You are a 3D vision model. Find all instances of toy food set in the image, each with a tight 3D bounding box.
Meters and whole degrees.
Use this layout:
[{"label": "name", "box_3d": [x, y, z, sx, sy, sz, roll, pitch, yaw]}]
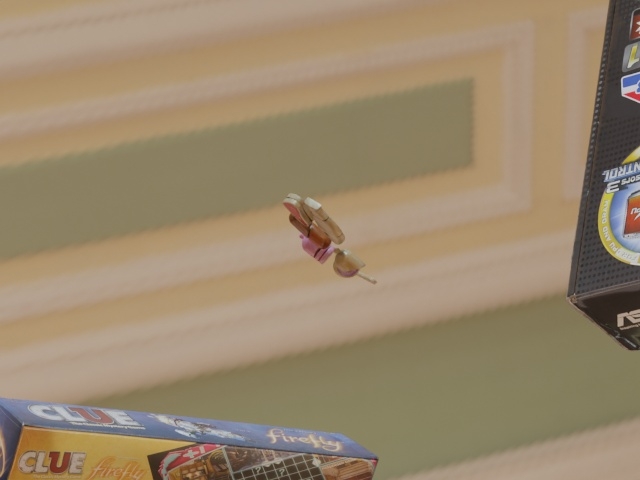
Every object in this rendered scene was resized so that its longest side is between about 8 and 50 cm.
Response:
[{"label": "toy food set", "box_3d": [0.000, 0.000, 1.592, 0.019, 0.078, 0.122, -49, -49, -12]}]

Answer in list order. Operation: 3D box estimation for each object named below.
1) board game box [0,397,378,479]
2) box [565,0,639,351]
[{"label": "board game box", "box_3d": [-0.094, 0.183, 1.038, 0.243, 0.042, 0.165, 11, -79, -37]}, {"label": "box", "box_3d": [0.255, -0.075, 0.863, 0.270, 0.216, 0.060, -16, -42, 40]}]
